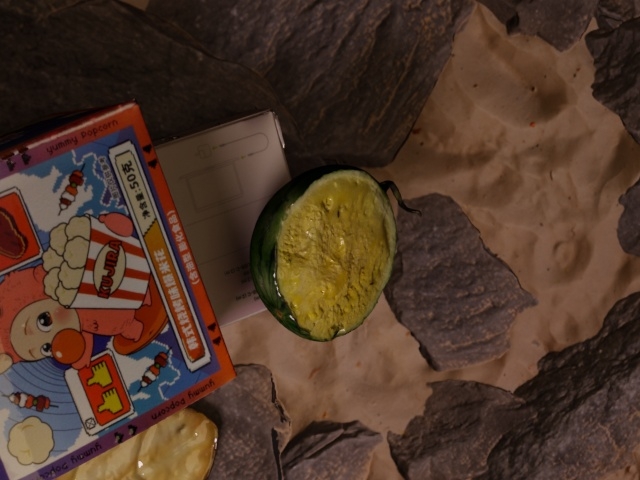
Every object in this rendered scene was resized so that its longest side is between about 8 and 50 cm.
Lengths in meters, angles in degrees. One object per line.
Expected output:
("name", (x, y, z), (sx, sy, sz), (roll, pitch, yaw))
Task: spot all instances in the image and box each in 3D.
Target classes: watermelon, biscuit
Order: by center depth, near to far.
("watermelon", (-0.005, 0.005, 1.619), (0.204, 0.127, 0.232), (42, 68, -40))
("biscuit", (-0.243, 0.305, 1.684), (0.260, 0.041, 0.203), (-31, 104, -23))

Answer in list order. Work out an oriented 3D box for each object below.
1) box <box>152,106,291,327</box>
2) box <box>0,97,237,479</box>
("box", (-0.133, -0.024, 1.677), (0.203, 0.106, 0.252), (-22, 102, -27))
("box", (-0.326, 0.059, 1.486), (0.318, 0.257, 0.349), (-25, 105, -28))
